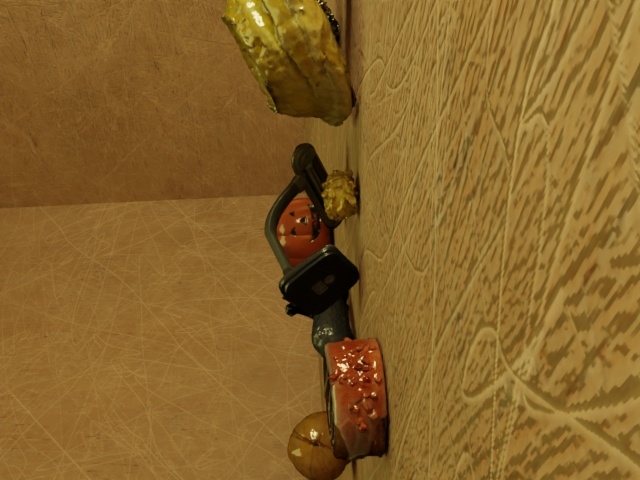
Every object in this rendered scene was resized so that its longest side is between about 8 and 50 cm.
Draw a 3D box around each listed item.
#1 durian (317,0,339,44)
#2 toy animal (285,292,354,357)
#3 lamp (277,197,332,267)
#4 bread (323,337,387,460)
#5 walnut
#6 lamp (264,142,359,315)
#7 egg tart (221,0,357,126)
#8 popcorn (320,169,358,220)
[{"bbox_3d":[-0.066,-0.362,1.166,0.167,0.196,0.196,75,-169,-73],"label":"durian"},{"bbox_3d":[0.034,0.157,1.197,0.117,0.121,0.210,-50,30,5],"label":"toy animal"},{"bbox_3d":[-0.051,-0.018,1.646,0.187,0.163,0.188,175,90,-89],"label":"lamp"},{"bbox_3d":[0.043,0.205,0.844,0.160,0.073,0.161,178,90,-88],"label":"bread"},{"bbox_3d":[0.002,0.432,1.347,0.180,0.144,0.144,85,180,-59],"label":"walnut"},{"bbox_3d":[-0.006,0.001,1.114,0.203,0.124,0.283,45,-155,-45],"label":"lamp"},{"bbox_3d":[-0.059,-0.285,0.948,0.290,0.115,0.290,59,175,8],"label":"egg tart"},{"bbox_3d":[0.030,-0.070,0.998,0.082,0.057,0.083,80,180,-46],"label":"popcorn"}]
